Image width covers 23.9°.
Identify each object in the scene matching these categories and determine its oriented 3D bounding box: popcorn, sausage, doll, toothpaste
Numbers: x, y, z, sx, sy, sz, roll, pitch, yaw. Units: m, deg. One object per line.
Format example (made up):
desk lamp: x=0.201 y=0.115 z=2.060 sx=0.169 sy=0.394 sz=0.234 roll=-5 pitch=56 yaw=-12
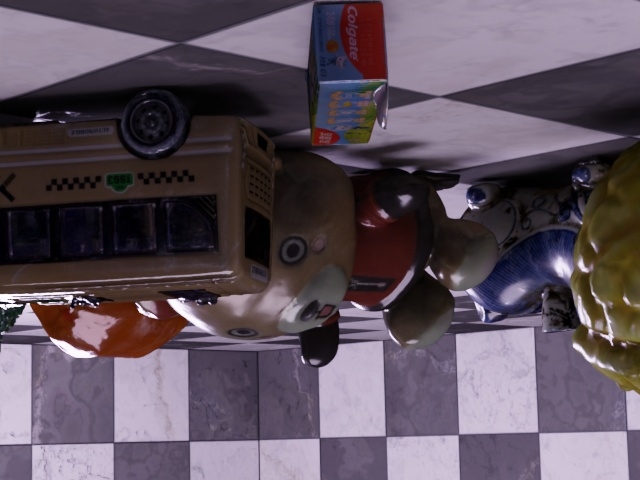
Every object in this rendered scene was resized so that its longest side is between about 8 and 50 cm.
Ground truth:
popcorn: x=0.332 y=0.023 z=1.232 sx=0.282 sy=0.282 sz=0.247 roll=3 pitch=-176 yaw=-27
sausage: x=-0.241 y=0.060 z=1.785 sx=0.141 sy=0.153 sz=0.268 roll=-36 pitch=165 yaw=7
doll: x=0.000 y=0.000 z=1.387 sx=0.330 sy=0.174 sz=0.235 roll=2 pitch=142 yaw=-38
toothpaste: x=0.015 y=-0.094 z=0.986 sx=0.044 sy=0.070 sz=0.193 roll=-3 pitch=172 yaw=-2

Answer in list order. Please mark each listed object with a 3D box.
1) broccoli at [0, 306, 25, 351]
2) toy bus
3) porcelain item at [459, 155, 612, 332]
broccoli: x=-0.403 y=0.030 z=1.390 sx=0.270 sy=0.270 sz=0.270 roll=6 pitch=-158 yaw=-45
toy bus: x=-0.183 y=-0.022 z=1.166 sx=0.289 sy=0.157 sz=0.139 roll=-3 pitch=172 yaw=9
porcelain item: x=0.250 y=0.024 z=1.499 sx=0.138 sy=0.186 sz=0.288 roll=2 pitch=173 yaw=-37
